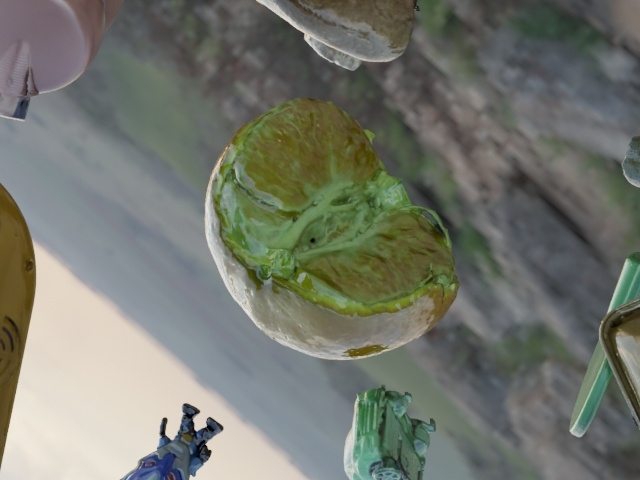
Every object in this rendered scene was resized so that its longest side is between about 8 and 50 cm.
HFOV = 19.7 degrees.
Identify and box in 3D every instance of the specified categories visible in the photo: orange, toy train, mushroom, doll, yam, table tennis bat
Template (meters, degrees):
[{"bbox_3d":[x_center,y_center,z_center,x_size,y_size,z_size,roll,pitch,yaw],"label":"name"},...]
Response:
[{"bbox_3d":[-0.001,0.005,1.565,0.237,0.179,0.158,49,133,16],"label":"orange"},{"bbox_3d":[0.058,0.199,1.672,0.081,0.099,0.149,-11,142,21],"label":"toy train"},{"bbox_3d":[-0.016,-0.289,2.088,0.151,0.156,0.286,5,-157,-30],"label":"mushroom"},{"bbox_3d":[-0.200,0.302,2.351,0.096,0.195,0.070,32,174,17],"label":"doll"},{"bbox_3d":[0.370,-0.067,1.839,0.132,0.054,0.054,16,162,30],"label":"yam"},{"bbox_3d":[0.342,0.119,2.170,0.039,0.257,0.160,18,-146,4],"label":"table tennis bat"}]

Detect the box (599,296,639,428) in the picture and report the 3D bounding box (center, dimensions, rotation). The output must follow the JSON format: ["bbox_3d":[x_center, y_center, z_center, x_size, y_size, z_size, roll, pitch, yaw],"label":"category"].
[{"bbox_3d":[0.372,0.143,1.984,0.111,0.111,0.177,51,-165,-58],"label":"box"}]

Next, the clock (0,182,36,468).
[{"bbox_3d":[-0.336,0.072,1.377,0.200,0.317,0.244,14,174,43],"label":"clock"}]

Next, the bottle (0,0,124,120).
[{"bbox_3d":[-0.270,-0.256,1.790,0.173,0.206,0.297,16,-143,-14],"label":"bottle"}]
